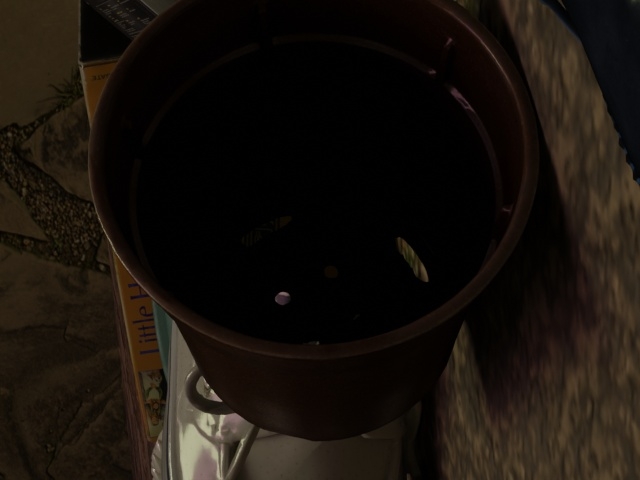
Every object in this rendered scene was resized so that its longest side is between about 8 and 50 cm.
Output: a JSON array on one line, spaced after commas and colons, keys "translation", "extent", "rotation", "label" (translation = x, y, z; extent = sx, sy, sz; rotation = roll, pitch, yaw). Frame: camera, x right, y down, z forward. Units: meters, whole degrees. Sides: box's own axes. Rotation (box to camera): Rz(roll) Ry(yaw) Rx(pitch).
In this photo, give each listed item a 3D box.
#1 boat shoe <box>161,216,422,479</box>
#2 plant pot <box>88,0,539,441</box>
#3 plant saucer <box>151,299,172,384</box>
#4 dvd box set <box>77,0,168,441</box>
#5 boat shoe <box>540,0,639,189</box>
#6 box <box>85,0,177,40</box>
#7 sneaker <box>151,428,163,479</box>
[{"translation": [-0.006, 0.052, 0.828], "extent": [0.156, 0.136, 0.367], "rotation": [122, 148, -69], "label": "boat shoe"}, {"translation": [0.000, 0.000, 0.671], "extent": [0.165, 0.167, 0.167], "rotation": [86, 172, -64], "label": "plant pot"}, {"translation": [-0.116, 0.068, 1.362], "extent": [0.195, 0.037, 0.195], "rotation": [171, 90, -79], "label": "plant saucer"}, {"translation": [-0.185, -0.052, 1.665], "extent": [0.307, 0.062, 0.420], "rotation": [-104, 7, -61], "label": "dvd box set"}, {"translation": [0.056, -0.120, 0.435], "extent": [0.109, 0.089, 0.258], "rotation": [103, 156, -62], "label": "boat shoe"}, {"translation": [-0.162, -0.220, 1.267], "extent": [0.183, 0.056, 0.231], "rotation": [40, 174, -13], "label": "box"}, {"translation": [-0.062, 0.243, 1.314], "extent": [0.118, 0.110, 0.292], "rotation": [-121, 16, -45], "label": "sneaker"}]
